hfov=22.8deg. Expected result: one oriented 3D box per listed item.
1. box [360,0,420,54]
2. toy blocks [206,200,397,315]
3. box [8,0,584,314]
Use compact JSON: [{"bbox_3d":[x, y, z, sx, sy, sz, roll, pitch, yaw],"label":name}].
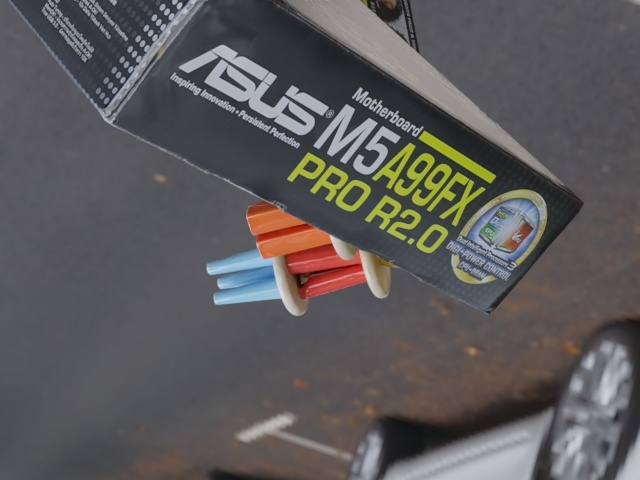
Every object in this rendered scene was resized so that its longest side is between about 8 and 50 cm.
[{"bbox_3d":[-0.017,-0.170,1.211,0.058,0.087,0.232,-21,161,38],"label":"box"},{"bbox_3d":[0.000,0.000,0.856,0.148,0.054,0.123,-12,160,13],"label":"toy blocks"},{"bbox_3d":[-0.048,-0.099,0.604,0.216,0.060,0.270,28,-165,-48],"label":"box"}]
